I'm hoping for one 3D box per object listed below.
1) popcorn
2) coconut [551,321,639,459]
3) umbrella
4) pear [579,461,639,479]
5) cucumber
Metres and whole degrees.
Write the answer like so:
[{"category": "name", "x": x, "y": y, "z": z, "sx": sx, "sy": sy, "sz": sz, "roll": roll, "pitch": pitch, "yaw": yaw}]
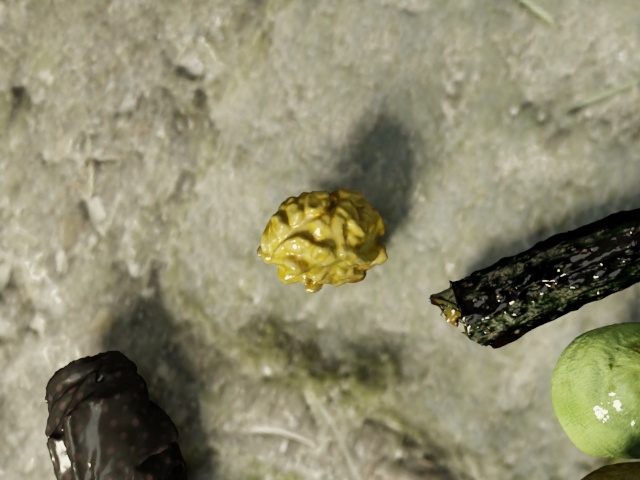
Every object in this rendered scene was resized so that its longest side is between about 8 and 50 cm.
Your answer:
[{"category": "popcorn", "x": 0.000, "y": 0.000, "z": 1.228, "sx": 0.083, "sy": 0.082, "sz": 0.057, "roll": -16, "pitch": 75, "yaw": 12}, {"category": "coconut", "x": 0.181, "y": 0.088, "z": 1.149, "sx": 0.088, "sy": 0.096, "sz": 0.088, "roll": 2, "pitch": 77, "yaw": -11}, {"category": "umbrella", "x": -0.099, "y": 0.224, "z": 1.233, "sx": 0.094, "sy": 0.090, "sz": 0.326, "roll": -25, "pitch": 75, "yaw": 13}, {"category": "pear", "x": 0.177, "y": 0.207, "z": 1.097, "sx": 0.136, "sy": 0.167, "sz": 0.167, "roll": 41, "pitch": 98, "yaw": 37}, {"category": "cucumber", "x": 0.155, "y": 0.018, "z": 1.189, "sx": 0.181, "sy": 0.053, "sz": 0.053, "roll": -25, "pitch": 75, "yaw": 13}]
